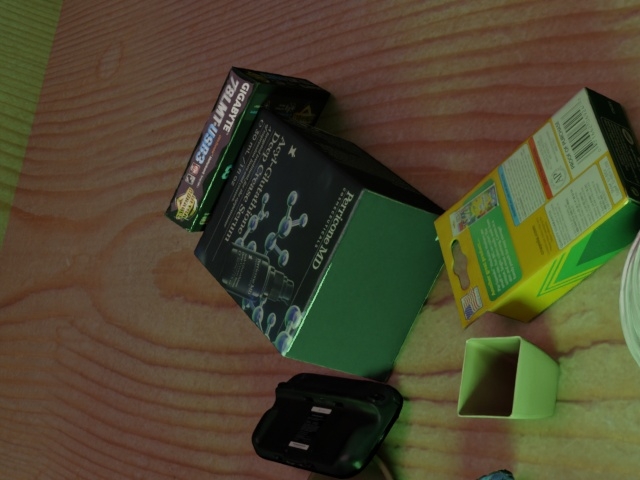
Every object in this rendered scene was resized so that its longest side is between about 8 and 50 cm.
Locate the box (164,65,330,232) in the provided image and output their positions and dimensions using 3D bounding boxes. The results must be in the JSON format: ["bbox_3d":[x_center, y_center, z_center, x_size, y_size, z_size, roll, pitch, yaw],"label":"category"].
[{"bbox_3d":[-0.128,-0.160,2.264,0.073,0.295,0.293,31,105,21],"label":"box"}]

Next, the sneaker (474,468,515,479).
[{"bbox_3d":[0.224,0.415,1.680,0.087,0.083,0.221,21,98,43],"label":"sneaker"}]

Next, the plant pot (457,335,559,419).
[{"bbox_3d":[0.262,0.194,1.693,0.109,0.096,0.109,-9,68,55],"label":"plant pot"}]

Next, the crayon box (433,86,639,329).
[{"bbox_3d":[0.309,-0.031,1.741,0.323,0.083,0.203,-43,43,36],"label":"crayon box"}]

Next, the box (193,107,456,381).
[{"bbox_3d":[0.000,0.000,2.061,0.395,0.212,0.294,42,109,54],"label":"box"}]

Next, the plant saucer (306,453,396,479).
[{"bbox_3d":[0.046,0.459,1.940,0.278,0.041,0.278,-28,54,47],"label":"plant saucer"}]

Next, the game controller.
[{"bbox_3d":[0.004,0.296,2.024,0.319,0.067,0.167,-1,58,57],"label":"game controller"}]

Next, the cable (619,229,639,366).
[{"bbox_3d":[0.465,0.055,1.471,0.257,0.089,0.257,-59,36,22],"label":"cable"}]
